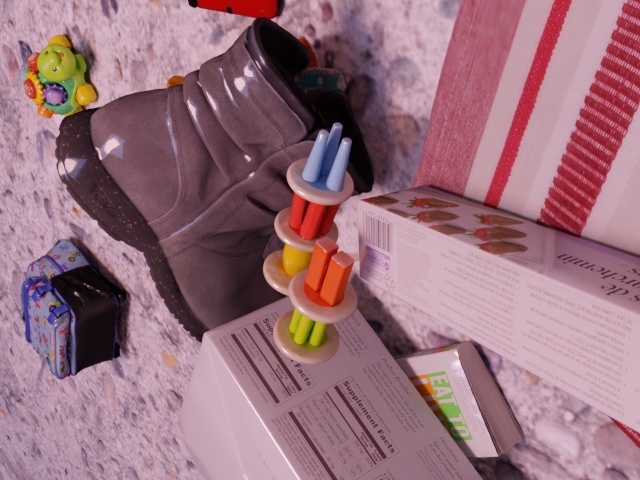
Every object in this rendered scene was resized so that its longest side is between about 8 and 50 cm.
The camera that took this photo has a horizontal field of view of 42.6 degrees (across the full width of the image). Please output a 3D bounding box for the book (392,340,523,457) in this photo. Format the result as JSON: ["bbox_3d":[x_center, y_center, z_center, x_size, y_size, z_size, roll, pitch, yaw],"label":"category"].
[{"bbox_3d":[0.102,0.146,0.740,0.144,0.035,0.096,-26,89,55],"label":"book"}]

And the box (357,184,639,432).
[{"bbox_3d":[0.132,0.034,0.482,0.324,0.063,0.067,26,125,56],"label":"box"}]

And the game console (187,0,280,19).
[{"bbox_3d":[-0.085,-0.278,0.702,0.124,0.085,0.144,13,143,10],"label":"game console"}]

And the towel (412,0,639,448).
[{"bbox_3d":[0.175,-0.026,0.483,0.329,0.037,0.237,52,144,40],"label":"towel"}]

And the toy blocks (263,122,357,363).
[{"bbox_3d":[0.000,0.000,0.612,0.123,0.054,0.148,-104,23,-45],"label":"toy blocks"}]

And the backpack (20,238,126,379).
[{"bbox_3d":[-0.374,0.091,1.191,0.173,0.116,0.158,44,137,28],"label":"backpack"}]

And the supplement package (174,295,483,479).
[{"bbox_3d":[0.003,0.208,0.755,0.262,0.145,0.204,54,146,21],"label":"supplement package"}]

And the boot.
[{"bbox_3d":[-0.049,-0.019,0.729,0.222,0.118,0.338,-18,140,18],"label":"boot"}]

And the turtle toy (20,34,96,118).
[{"bbox_3d":[-0.325,-0.200,1.007,0.130,0.066,0.095,-32,86,52],"label":"turtle toy"}]

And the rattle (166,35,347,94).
[{"bbox_3d":[-0.063,-0.147,0.764,0.130,0.143,0.200,35,127,-14],"label":"rattle"}]
